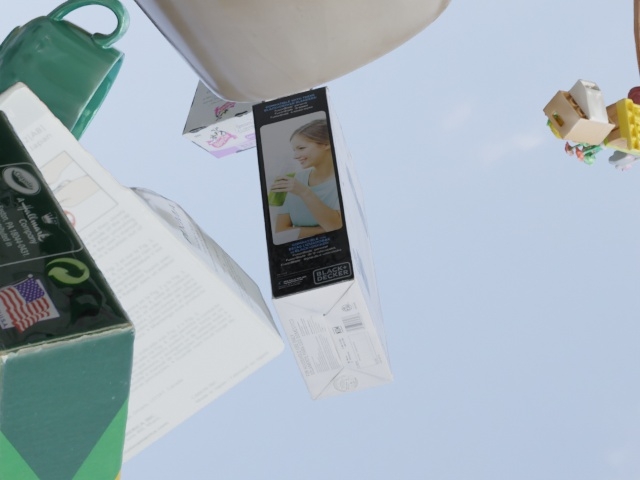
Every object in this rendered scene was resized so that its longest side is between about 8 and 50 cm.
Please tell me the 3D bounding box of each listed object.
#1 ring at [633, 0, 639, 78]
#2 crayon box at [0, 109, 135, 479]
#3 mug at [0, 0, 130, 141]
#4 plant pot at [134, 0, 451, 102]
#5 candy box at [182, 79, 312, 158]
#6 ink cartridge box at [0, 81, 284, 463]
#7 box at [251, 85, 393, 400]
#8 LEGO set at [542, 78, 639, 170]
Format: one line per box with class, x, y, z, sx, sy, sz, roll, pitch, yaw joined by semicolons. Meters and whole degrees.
ring;0.303;-0.109;0.835;0.336;0.336;0.032;-26;-166;7
crayon box;-0.191;0.111;1.111;0.081;0.318;0.202;-12;-136;-26
mug;-0.246;-0.151;1.749;0.158;0.097;0.129;-60;-178;-16
plant pot;-0.045;-0.260;1.304;0.323;0.280;0.323;-21;-158;9
candy box;-0.079;-0.217;2.464;0.165;0.070;0.196;-13;-127;47
ink cartridge box;-0.253;0.053;1.531;0.308;0.385;0.091;-35;-137;7
box;0.000;0.000;1.983;0.087;0.169;0.290;-14;-134;7
LEGO set;0.267;-0.108;1.667;0.107;0.132;0.287;-23;-169;43
